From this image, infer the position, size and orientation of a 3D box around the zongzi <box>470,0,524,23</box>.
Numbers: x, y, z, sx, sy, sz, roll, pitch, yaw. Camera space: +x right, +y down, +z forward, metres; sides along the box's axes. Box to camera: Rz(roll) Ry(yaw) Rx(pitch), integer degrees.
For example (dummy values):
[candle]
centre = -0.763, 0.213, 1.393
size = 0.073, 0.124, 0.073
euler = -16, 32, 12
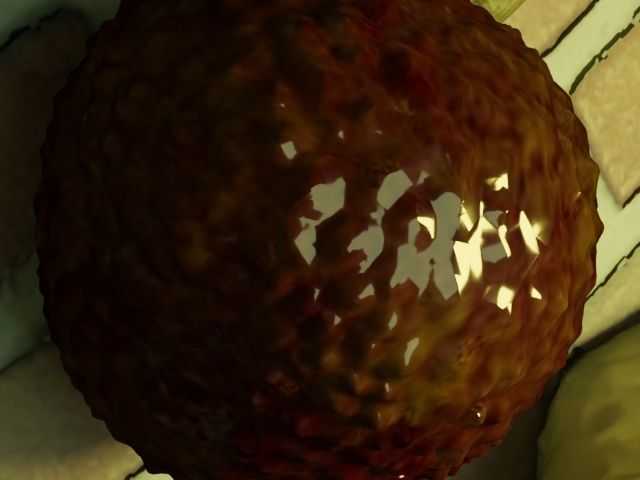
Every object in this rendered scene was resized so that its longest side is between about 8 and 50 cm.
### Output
[zongzi]
centre = 0.066, -0.170, 0.719
size = 0.145, 0.300, 0.274
euler = -53, 130, -6

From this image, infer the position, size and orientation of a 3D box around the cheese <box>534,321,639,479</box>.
[cheese]
centre = 0.275, 0.134, 0.996
size = 0.318, 0.326, 0.115
euler = -10, 118, 1

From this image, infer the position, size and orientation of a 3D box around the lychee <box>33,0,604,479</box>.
[lychee]
centre = 0.000, 0.000, 0.747
size = 0.260, 0.260, 0.260
euler = -11, 107, -39
